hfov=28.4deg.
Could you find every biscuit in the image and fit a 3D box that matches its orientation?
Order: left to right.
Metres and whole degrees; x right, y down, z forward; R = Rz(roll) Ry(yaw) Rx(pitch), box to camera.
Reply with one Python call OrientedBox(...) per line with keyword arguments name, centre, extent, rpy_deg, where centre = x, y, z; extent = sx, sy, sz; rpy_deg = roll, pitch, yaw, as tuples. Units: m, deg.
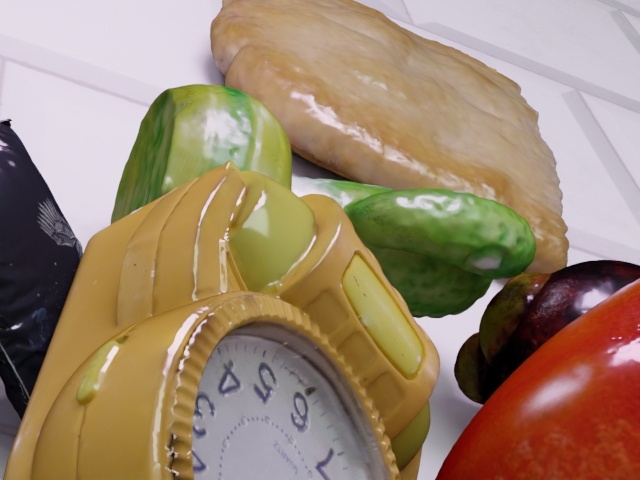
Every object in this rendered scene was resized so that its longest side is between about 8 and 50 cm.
OrientedBox(name="biscuit", centre=(0.087, -0.166, 1.438), extent=(0.446, 0.104, 0.429), rpy_deg=(28, 29, -5))

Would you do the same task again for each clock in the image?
OrientedBox(name="clock", centre=(-0.054, 0.128, 0.726), extent=(0.244, 0.200, 0.317), rpy_deg=(52, 30, -24))

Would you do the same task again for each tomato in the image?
OrientedBox(name="tomato", centre=(0.219, 0.187, 0.776), extent=(0.293, 0.290, 0.325), rpy_deg=(52, 27, 9))

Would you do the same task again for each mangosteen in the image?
OrientedBox(name="mangosteen", centre=(0.218, 0.106, 1.030), extent=(0.209, 0.210, 0.210), rpy_deg=(22, 30, -13))

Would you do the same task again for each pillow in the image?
OrientedBox(name="pillow", centre=(-0.187, 0.035, 0.817), extent=(0.141, 0.055, 0.208), rpy_deg=(-74, 147, -64))

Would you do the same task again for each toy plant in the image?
OrientedBox(name="toy plant", centre=(0.000, 0.000, 1.013), extent=(0.315, 0.224, 0.185), rpy_deg=(15, 65, -19))
